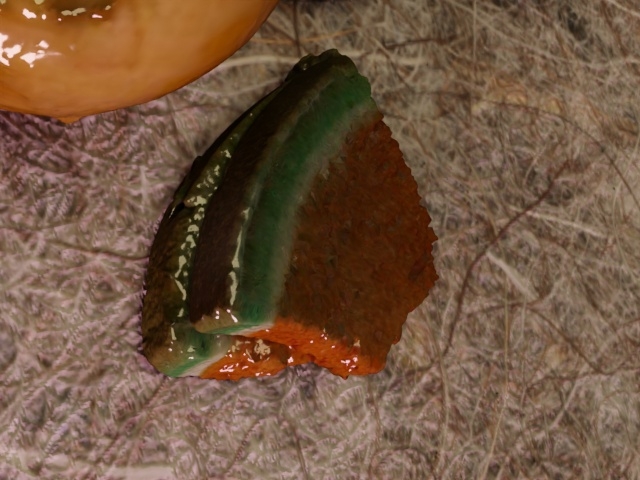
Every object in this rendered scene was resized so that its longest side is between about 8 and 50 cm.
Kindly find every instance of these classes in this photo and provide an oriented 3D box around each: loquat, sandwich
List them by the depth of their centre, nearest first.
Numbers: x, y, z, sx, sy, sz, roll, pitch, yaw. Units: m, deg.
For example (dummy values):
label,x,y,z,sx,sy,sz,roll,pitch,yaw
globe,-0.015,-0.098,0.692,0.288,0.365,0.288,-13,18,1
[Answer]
label,x,y,z,sx,sy,sz,roll,pitch,yaw
loquat,-0.158,-0.238,0.762,0.328,0.328,0.329,9,73,-32
sandwich,-0.012,-0.001,0.925,0.292,0.109,0.212,-43,103,-34
